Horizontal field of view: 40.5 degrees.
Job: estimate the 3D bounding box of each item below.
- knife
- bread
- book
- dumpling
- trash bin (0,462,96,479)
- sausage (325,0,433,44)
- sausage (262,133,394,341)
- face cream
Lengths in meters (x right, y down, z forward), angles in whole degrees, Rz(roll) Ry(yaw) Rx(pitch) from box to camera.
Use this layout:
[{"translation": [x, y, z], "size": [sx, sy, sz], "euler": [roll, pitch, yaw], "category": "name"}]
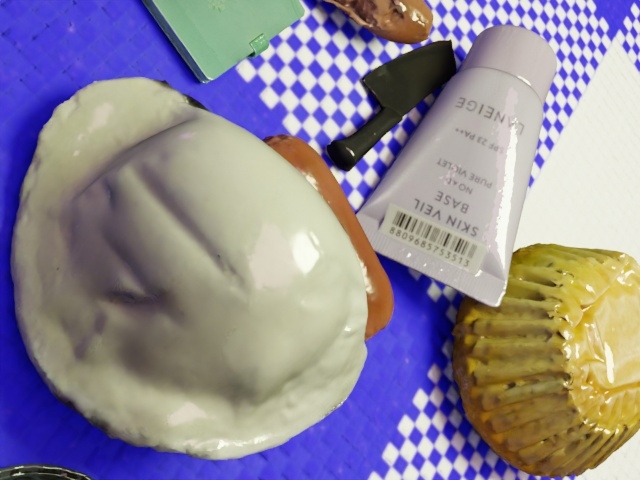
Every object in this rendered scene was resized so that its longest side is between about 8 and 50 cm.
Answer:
[{"translation": [0.074, -0.146, 0.846], "size": [0.060, 0.028, 0.230], "euler": [51, 53, -4], "category": "knife"}, {"translation": [0.237, 0.114, 0.844], "size": [0.239, 0.139, 0.240], "euler": [7, 77, -33], "category": "bread"}, {"translation": [-0.080, -0.202, 0.738], "size": [0.135, 0.017, 0.103], "euler": [-45, 106, -35], "category": "book"}, {"translation": [-0.101, 0.026, 0.612], "size": [0.227, 0.243, 0.175], "euler": [-38, 145, -18], "category": "dumpling"}, {"translation": [-0.153, 0.226, 0.507], "size": [0.175, 0.161, 0.176], "euler": [7, 79, -35], "category": "trash bin"}, {"translation": [-0.005, -0.295, 0.781], "size": [0.304, 0.078, 0.078], "euler": [52, 55, -16], "category": "sausage"}, {"translation": [0.000, 0.000, 0.726], "size": [0.077, 0.077, 0.194], "euler": [-36, 102, -37], "category": "sausage"}, {"translation": [0.145, -0.081, 0.840], "size": [0.154, 0.096, 0.274], "euler": [26, 66, -1], "category": "face cream"}]
